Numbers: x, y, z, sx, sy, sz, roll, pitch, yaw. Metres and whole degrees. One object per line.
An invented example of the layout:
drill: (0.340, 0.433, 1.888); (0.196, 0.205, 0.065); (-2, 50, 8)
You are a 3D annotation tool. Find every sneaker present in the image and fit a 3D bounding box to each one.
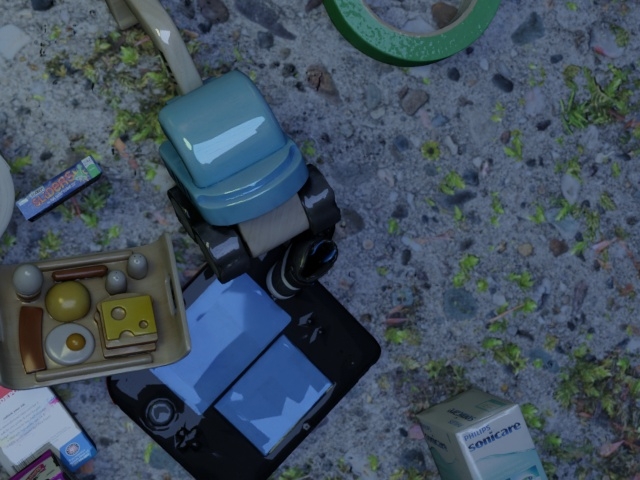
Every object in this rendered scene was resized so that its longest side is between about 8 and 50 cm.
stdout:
sneaker: (0.000, 0.000, 1.922); (0.079, 0.121, 0.217); (39, 56, -19)

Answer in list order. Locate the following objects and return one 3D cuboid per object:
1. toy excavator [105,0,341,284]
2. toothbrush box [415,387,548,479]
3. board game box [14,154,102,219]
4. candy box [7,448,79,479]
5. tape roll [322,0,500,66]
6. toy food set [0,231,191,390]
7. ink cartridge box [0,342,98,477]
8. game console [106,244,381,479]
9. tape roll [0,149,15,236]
toy excavator: (-0.190, -0.221, 1.844); (0.222, 0.433, 0.445); (-28, 124, -11)
toothbrush box: (0.299, 0.421, 1.976); (0.126, 0.216, 0.295); (-24, 94, -12)
board game box: (-0.413, -0.080, 1.824); (0.136, 0.201, 0.035); (-35, 97, -11)
candy box: (-0.425, 0.466, 1.840); (0.159, 0.071, 0.233); (-38, 127, -9)
tape roll: (0.160, -0.468, 2.013); (0.321, 0.077, 0.321); (0, 90, -12)
toy food set: (-0.374, 0.104, 1.840); (0.306, 0.092, 0.219); (-8, 65, -15)
ink cartridge box: (-0.484, 0.290, 1.873); (0.134, 0.078, 0.231); (-36, 97, -11)
game console: (-0.132, 0.212, 1.961); (0.342, 0.060, 0.386); (45, 82, -9)
tape roll: (-0.605, -0.092, 1.746); (0.246, 0.169, 0.246); (-15, 126, -22)
